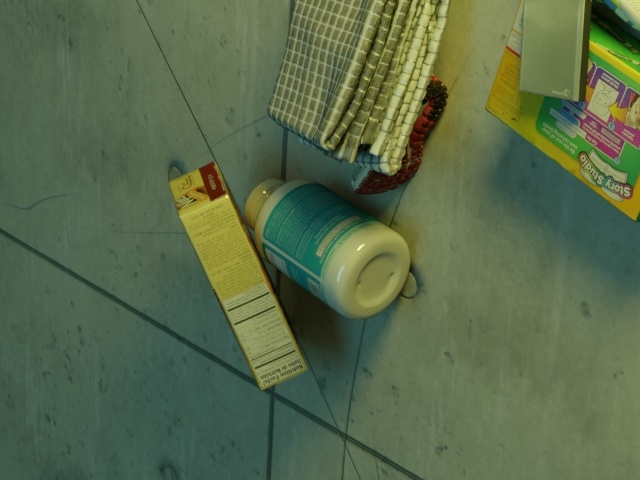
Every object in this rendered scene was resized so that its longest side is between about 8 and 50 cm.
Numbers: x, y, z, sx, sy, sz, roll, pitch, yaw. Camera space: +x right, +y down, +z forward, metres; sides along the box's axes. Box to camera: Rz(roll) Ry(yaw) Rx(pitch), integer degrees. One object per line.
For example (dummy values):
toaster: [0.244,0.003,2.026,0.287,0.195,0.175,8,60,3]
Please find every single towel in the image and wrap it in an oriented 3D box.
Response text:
towel: [0.040,-0.251,2.053,0.235,0.121,0.284,31,104,55]

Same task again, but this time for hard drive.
hard drive: [0.281,-0.239,1.789,0.094,0.022,0.135,19,114,47]

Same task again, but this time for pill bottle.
pill bottle: [0.000,0.000,2.238,0.264,0.146,0.146,35,126,40]

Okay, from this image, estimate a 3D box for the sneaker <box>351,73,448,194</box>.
sneaker: [0.103,-0.158,2.127,0.093,0.088,0.225,54,129,36]

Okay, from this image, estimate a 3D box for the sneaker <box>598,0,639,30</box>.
sneaker: [0.331,-0.332,1.800,0.240,0.091,0.126,63,158,16]

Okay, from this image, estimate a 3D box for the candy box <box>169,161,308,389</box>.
candy box: [-0.128,0.053,2.318,0.183,0.087,0.316,-117,2,-68]

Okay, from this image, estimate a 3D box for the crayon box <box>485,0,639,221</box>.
crayon box: [0.339,-0.168,1.824,0.278,0.081,0.165,43,131,35]
